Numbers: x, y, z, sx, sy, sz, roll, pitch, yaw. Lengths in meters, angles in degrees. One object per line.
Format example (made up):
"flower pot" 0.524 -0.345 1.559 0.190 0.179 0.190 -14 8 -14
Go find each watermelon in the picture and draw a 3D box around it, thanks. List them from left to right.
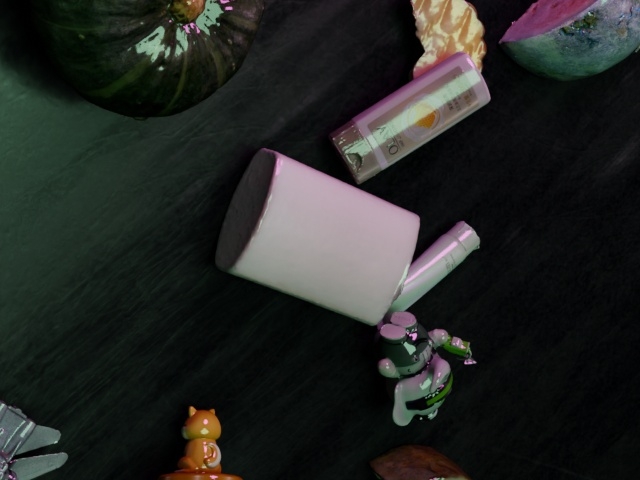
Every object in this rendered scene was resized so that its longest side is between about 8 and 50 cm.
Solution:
"watermelon" 0.455 -0.346 1.957 0.322 0.188 0.175 -47 115 -12

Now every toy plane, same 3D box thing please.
"toy plane" -0.442 0.307 1.539 0.212 0.088 0.267 42 76 -34

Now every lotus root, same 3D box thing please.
"lotus root" 0.181 0.412 1.985 0.138 0.119 0.235 -44 120 -17

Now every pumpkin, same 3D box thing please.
"pumpkin" -0.204 -0.293 1.502 0.300 0.207 0.300 -23 124 -37

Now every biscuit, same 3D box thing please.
"biscuit" 0.179 -0.278 1.855 0.118 0.061 0.183 -6 106 -12

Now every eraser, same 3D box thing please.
"eraser" 0.000 0.000 1.777 0.270 0.095 0.174 22 88 -37

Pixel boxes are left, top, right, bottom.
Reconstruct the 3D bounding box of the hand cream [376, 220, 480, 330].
"hand cream" 0.153 0.051 1.925 0.205 0.050 0.078 -41 149 -18

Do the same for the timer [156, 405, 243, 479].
"timer" -0.162 0.301 1.736 0.132 0.132 0.152 13 69 -36

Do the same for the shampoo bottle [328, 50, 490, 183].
"shampoo bottle" 0.125 -0.173 1.809 0.227 0.056 0.086 -32 114 -4

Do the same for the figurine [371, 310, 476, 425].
"figurine" 0.142 0.194 1.911 0.147 0.126 0.192 -53 139 -36
